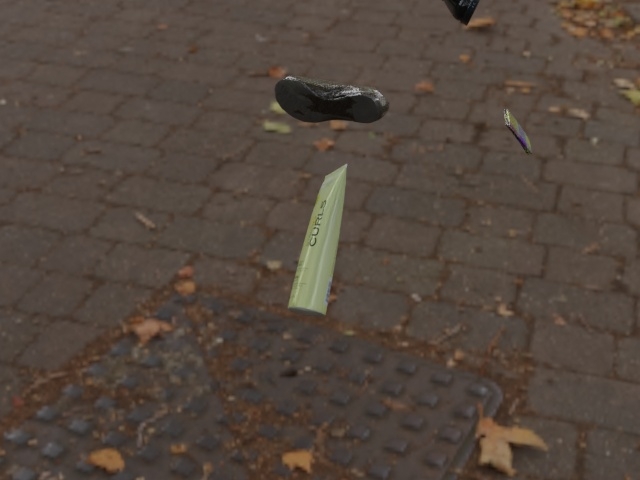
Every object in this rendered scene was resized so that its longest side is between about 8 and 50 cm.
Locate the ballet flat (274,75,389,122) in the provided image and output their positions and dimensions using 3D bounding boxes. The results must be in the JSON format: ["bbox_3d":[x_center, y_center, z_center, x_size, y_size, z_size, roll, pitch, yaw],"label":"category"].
[{"bbox_3d":[0.021,-0.252,1.854,0.250,0.084,0.058,11,35,40],"label":"ballet flat"}]

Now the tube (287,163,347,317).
[{"bbox_3d":[0.000,0.000,1.656,0.070,0.240,0.062,5,-15,29],"label":"tube"}]

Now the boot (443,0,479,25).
[{"bbox_3d":[0.135,-0.295,1.202,0.099,0.045,0.121,25,28,-4],"label":"boot"}]

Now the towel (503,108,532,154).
[{"bbox_3d":[0.363,-0.201,1.927,0.009,0.083,0.060,-30,31,24],"label":"towel"}]
